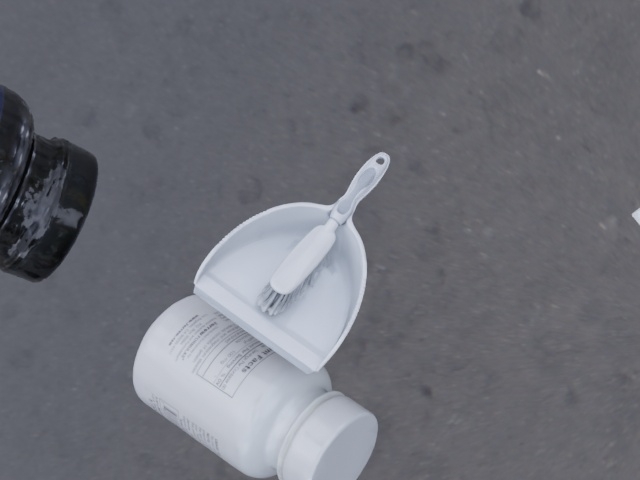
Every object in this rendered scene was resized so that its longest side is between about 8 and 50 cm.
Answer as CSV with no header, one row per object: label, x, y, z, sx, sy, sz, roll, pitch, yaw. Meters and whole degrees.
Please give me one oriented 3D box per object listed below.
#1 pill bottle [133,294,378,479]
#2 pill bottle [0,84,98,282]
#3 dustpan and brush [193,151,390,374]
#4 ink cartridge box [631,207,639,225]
pill bottle,-0.063,0.157,1.142,0.229,0.131,0.131,29,95,30
pill bottle,-0.254,-0.057,0.705,0.123,0.219,0.122,-39,38,39
dustpan and brush,0.000,0.000,1.081,0.147,0.060,0.211,35,60,9
ink cartridge box,0.269,-0.033,0.705,0.135,0.099,0.056,-42,68,19
